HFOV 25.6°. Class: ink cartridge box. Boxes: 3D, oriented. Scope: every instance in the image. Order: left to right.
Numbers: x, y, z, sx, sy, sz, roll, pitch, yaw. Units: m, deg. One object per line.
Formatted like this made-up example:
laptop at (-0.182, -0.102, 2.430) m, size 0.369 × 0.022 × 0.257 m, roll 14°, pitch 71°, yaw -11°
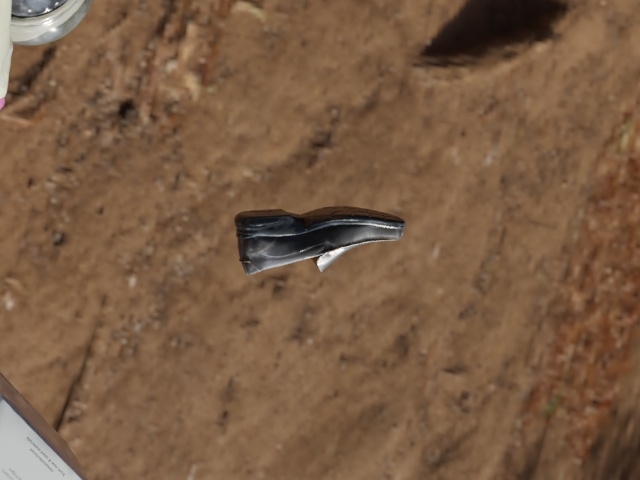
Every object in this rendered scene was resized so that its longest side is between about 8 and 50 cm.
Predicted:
ink cartridge box at (-0.296, 0.203, 1.133) m, size 0.176 × 0.128 × 0.127 m, roll -41°, pitch 117°, yaw -8°

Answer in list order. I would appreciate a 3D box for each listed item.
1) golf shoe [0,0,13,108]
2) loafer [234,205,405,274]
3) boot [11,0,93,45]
golf shoe at (-0.250, -0.062, 0.482) m, size 0.115 × 0.306 × 0.140 m, roll -68°, pitch 142°, yaw -77°
loafer at (0.000, 0.000, 1.393) m, size 0.062 × 0.170 × 0.061 m, roll -118°, pitch -153°, yaw -79°
boot at (-0.220, -0.194, 0.655) m, size 0.178 × 0.236 × 0.085 m, roll 97°, pitch 19°, yaw -69°
